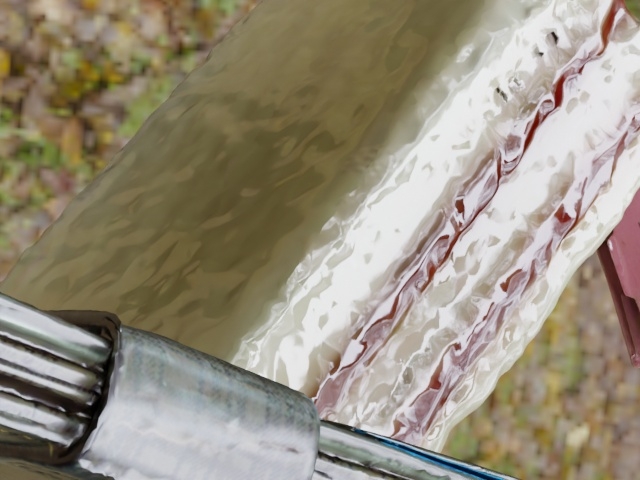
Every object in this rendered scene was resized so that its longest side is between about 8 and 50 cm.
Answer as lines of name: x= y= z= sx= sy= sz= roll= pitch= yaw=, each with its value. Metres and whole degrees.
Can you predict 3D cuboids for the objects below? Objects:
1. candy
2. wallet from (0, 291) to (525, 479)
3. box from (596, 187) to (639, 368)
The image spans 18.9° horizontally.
candy: x=0.000 y=0.000 z=0.850 sx=0.321 sy=0.179 sz=0.135 roll=-49 pitch=125 yaw=-26
wallet: x=-0.079 y=0.043 z=0.488 sx=0.317 sy=0.169 sz=0.044 roll=23 pitch=72 yaw=-41
box: x=0.194 y=0.002 z=1.021 sx=0.156 sy=0.060 sz=0.111 roll=-17 pitch=90 yaw=-63
